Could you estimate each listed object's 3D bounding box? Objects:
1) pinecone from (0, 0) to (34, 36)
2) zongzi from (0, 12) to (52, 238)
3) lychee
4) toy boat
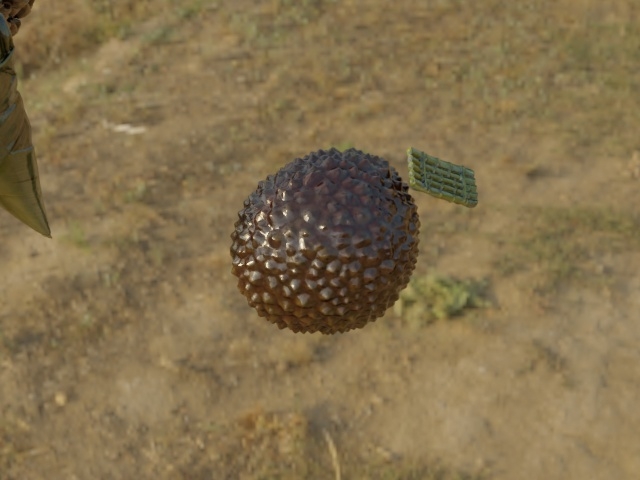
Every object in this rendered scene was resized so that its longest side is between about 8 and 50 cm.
[{"bbox_3d":[-0.703,-0.458,2.297,0.384,0.384,0.384,-2,35,1],"label":"pinecone"},{"bbox_3d":[-0.471,-0.139,1.622,0.274,0.300,0.145,7,37,35],"label":"zongzi"},{"bbox_3d":[0.000,0.000,1.825,0.268,0.267,0.267,-2,35,1],"label":"lychee"},{"bbox_3d":[0.166,-0.085,1.815,0.115,0.016,0.063,16,56,-31],"label":"toy boat"}]
